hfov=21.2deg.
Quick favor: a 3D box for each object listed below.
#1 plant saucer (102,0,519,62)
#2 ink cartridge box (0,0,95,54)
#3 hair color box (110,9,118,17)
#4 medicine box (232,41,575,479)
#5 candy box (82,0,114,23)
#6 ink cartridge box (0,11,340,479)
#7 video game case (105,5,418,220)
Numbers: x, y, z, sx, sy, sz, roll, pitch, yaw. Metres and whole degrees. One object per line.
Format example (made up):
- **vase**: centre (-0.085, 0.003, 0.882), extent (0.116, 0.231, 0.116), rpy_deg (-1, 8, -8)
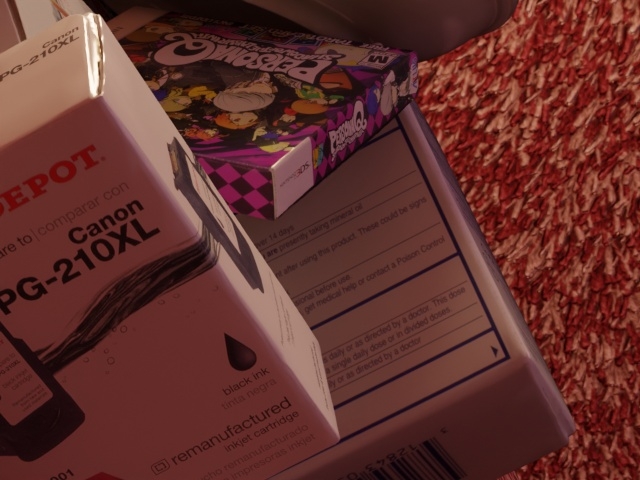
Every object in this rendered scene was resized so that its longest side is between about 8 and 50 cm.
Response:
- **plant saucer**: centre (-0.055, -0.200, 1.278), extent (0.400, 0.400, 0.100), rpy_deg (42, 64, -68)
- **ink cartridge box**: centre (-0.193, -0.086, 0.975), extent (0.127, 0.128, 0.176), rpy_deg (67, 10, 28)
- **hair color box**: centre (-0.104, -0.145, 1.598), extent (0.174, 0.105, 0.347), rpy_deg (34, 8, 3)
- **medicine box**: centre (-0.004, 0.054, 1.217), extent (0.149, 0.263, 0.289), rpy_deg (51, 14, -57)
- **candy box**: centre (-0.221, -0.181, 1.325), extent (0.165, 0.070, 0.196), rpy_deg (62, 8, 3)
- **ink cartridge box**: centre (-0.123, 0.032, 0.861), extent (0.237, 0.172, 0.100), rpy_deg (57, 9, -30)
- **video game case**: centre (-0.082, -0.092, 1.134), extent (0.210, 0.232, 0.041), rpy_deg (-43, 138, -51)
